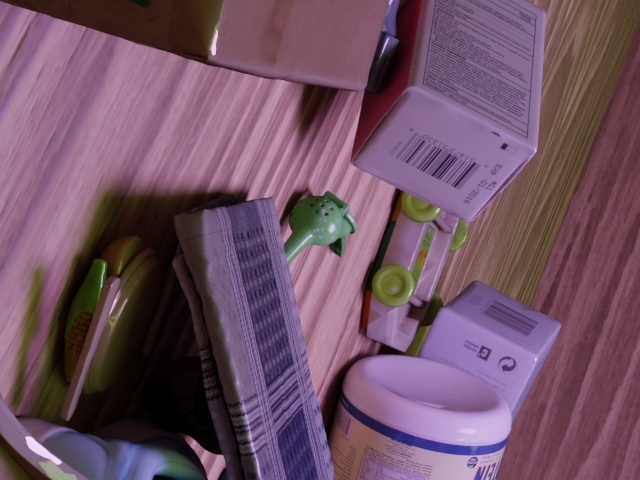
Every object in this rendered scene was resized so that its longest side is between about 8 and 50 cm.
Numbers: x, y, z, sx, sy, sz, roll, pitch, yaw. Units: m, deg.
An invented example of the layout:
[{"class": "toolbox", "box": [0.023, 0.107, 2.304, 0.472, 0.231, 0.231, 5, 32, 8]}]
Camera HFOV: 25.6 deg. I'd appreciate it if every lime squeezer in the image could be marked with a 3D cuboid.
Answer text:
[{"class": "lime squeezer", "box": [0.000, 0.000, 1.501, 0.310, 0.059, 0.110, -28, 134, -69]}]

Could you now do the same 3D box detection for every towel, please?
[{"class": "towel", "box": [-0.057, 0.119, 1.192, 0.312, 0.056, 0.324, -21, 99, -80]}]

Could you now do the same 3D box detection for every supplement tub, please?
[{"class": "supplement tub", "box": [0.112, 0.343, 1.920, 0.235, 0.235, 0.325, -27, 132, -68]}]

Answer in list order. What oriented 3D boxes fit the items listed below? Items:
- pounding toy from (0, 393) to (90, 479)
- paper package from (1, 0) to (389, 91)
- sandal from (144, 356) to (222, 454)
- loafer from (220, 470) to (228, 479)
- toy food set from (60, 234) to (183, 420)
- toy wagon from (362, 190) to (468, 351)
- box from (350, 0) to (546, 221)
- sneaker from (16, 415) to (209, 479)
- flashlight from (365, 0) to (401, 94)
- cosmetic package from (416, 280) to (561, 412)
[{"class": "pounding toy", "box": [-0.209, 0.191, 0.833, 0.269, 0.154, 0.155, 79, 33, -59]}, {"class": "paper package", "box": [-0.043, -0.272, 0.859, 0.309, 0.168, 0.325, -6, 114, -71]}, {"class": "sandal", "box": [-0.097, 0.142, 1.287, 0.219, 0.090, 0.060, 48, 31, -61]}, {"class": "loafer", "box": [-0.098, 0.333, 1.526, 0.062, 0.061, 0.170, 0, 108, -74]}, {"class": "toy food set", "box": [-0.160, 0.055, 1.081, 0.192, 0.038, 0.132, -38, 151, -74]}, {"class": "toy wagon", "box": [0.151, -0.015, 1.967, 0.267, 0.068, 0.344, 36, 73, -74]}, {"class": "box", "box": [0.134, -0.161, 1.450, 0.127, 0.148, 0.232, -52, -162, 43]}, {"class": "sneaker", "box": [-0.137, 0.222, 1.114, 0.366, 0.150, 0.135, 26, 84, -74]}, {"class": "flashlight", "box": [0.077, -0.296, 1.375, 0.103, 0.103, 0.304, 16, 97, -30]}, {"class": "cosmetic package", "box": [0.185, 0.307, 2.138, 0.453, 0.161, 0.230, -66, 167, 15]}]
